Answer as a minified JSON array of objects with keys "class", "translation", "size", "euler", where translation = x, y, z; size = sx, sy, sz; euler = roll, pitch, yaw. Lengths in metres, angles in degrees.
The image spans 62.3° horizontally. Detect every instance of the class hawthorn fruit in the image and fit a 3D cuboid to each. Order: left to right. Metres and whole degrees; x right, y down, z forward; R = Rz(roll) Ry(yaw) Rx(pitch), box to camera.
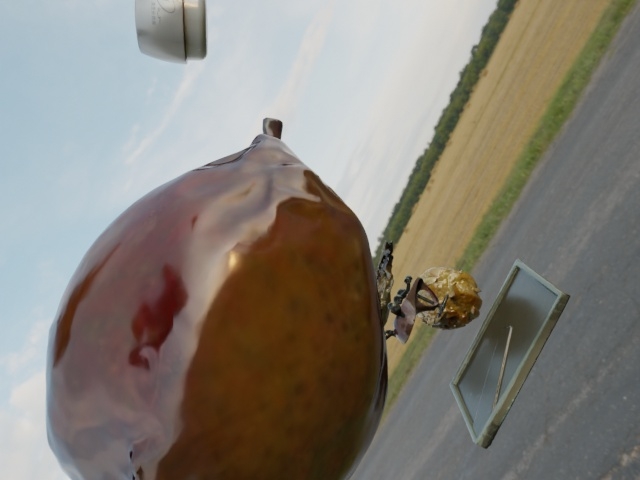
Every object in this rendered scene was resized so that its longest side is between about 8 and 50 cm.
[{"class":"hawthorn fruit","translation":[-0.072,0.092,0.466],"size":[0.324,0.308,0.308],"euler":[-49,-4,16]}]

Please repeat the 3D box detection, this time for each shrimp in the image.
[{"class":"shrimp","translation":[0.114,0.130,1.145],"size":[0.117,0.066,0.261],"euler":[-20,-53,-41]}]

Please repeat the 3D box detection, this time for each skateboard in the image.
[{"class":"skateboard","translation":[0.150,0.106,0.828],"size":[0.151,0.080,0.067],"euler":[-48,-22,-55]}]

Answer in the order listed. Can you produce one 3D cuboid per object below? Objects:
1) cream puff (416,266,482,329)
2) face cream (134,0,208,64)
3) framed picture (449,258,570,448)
[{"class":"cream puff","translation":[0.225,0.111,0.957],"size":[0.133,0.120,0.104],"euler":[-41,46,43]},{"class":"face cream","translation":[-0.229,-0.336,0.825],"size":[0.117,0.104,0.117],"euler":[179,90,-79]},{"class":"framed picture","translation":[0.281,0.165,0.828],"size":[0.189,0.023,0.259],"euler":[-89,22,-78]}]
